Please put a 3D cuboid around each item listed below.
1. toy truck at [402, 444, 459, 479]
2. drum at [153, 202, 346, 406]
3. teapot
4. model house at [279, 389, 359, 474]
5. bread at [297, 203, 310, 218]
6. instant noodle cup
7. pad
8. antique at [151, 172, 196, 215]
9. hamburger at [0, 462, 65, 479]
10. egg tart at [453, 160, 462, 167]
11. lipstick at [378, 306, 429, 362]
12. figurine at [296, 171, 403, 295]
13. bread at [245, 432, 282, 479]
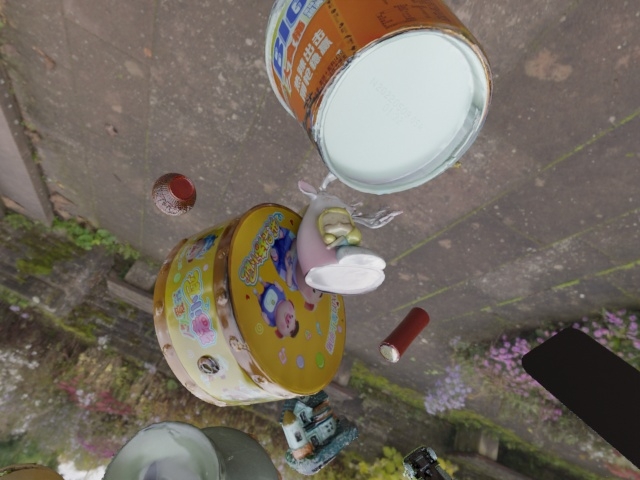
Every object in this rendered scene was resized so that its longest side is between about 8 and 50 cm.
[{"bbox_3d":[0.287,0.612,1.020,0.191,0.085,0.116,41,148,47],"label":"toy truck"},{"bbox_3d":[-0.136,0.144,0.933,0.214,0.431,0.431,-19,132,28],"label":"drum"},{"bbox_3d":[-0.137,0.285,0.461,0.183,0.183,0.251,17,145,11],"label":"teapot"},{"bbox_3d":[-0.041,0.614,1.472,0.291,0.253,0.184,62,148,11],"label":"model house"},{"bbox_3d":[0.000,0.000,1.581,0.158,0.306,0.305,-21,129,39],"label":"bread"},{"bbox_3d":[0.078,-0.218,0.577,0.296,0.214,0.296,-9,137,-9],"label":"instant noodle cup"},{"bbox_3d":[0.641,0.387,0.950,0.375,0.315,0.063,45,143,43],"label":"pad"},{"bbox_3d":[-0.336,-0.105,0.965,0.104,0.104,0.104,17,150,10],"label":"antique"},{"bbox_3d":[-0.877,0.778,1.184,0.300,0.300,0.176,45,165,-33],"label":"hamburger"},{"bbox_3d":[0.345,-0.236,1.212,0.128,0.129,0.049,8,104,25],"label":"egg tart"},{"bbox_3d":[0.287,0.315,1.421,0.080,0.241,0.080,20,125,31],"label":"lipstick"},{"bbox_3d":[0.076,-0.043,0.984,0.284,0.316,0.206,-12,146,-3],"label":"figurine"},{"bbox_3d":[-0.153,0.436,0.697,0.190,0.123,0.244,46,-169,-9],"label":"bread"}]
